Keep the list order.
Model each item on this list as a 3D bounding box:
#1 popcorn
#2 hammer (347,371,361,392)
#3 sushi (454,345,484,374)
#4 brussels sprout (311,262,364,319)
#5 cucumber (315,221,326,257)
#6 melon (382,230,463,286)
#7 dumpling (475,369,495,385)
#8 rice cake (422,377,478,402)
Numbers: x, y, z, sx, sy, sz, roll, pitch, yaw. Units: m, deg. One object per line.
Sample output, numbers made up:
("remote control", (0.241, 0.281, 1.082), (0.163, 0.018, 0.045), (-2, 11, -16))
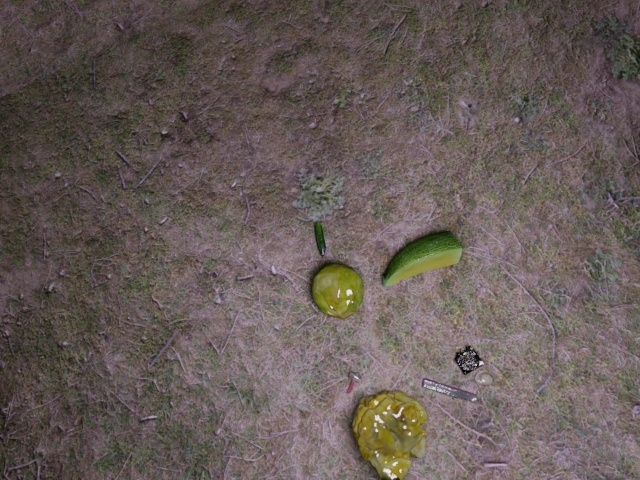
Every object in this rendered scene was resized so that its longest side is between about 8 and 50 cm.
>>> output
("popcorn", (0.249, 0.658, 1.547), (0.292, 0.237, 0.293), (-2, 75, 9))
("hammer", (0.123, 0.547, 1.691), (0.052, 0.031, 0.083), (24, 92, 13))
("sushi", (0.551, 0.446, 1.656), (0.083, 0.056, 0.085), (-33, 78, 6))
("brussels sprout", (0.067, 0.192, 1.701), (0.223, 0.161, 0.223), (-2, 70, 6))
("cucumber", (0.000, 0.000, 1.812), (0.037, 0.037, 0.155), (-10, 76, 4))
("melon", (0.374, 0.073, 1.706), (0.323, 0.196, 0.124), (-23, 104, 4))
("dumpling", (0.613, 0.511, 1.642), (0.077, 0.043, 0.059), (3, 56, 10))
("rice cake", (0.481, 0.559, 1.643), (0.206, 0.047, 0.036), (15, 95, 10))
